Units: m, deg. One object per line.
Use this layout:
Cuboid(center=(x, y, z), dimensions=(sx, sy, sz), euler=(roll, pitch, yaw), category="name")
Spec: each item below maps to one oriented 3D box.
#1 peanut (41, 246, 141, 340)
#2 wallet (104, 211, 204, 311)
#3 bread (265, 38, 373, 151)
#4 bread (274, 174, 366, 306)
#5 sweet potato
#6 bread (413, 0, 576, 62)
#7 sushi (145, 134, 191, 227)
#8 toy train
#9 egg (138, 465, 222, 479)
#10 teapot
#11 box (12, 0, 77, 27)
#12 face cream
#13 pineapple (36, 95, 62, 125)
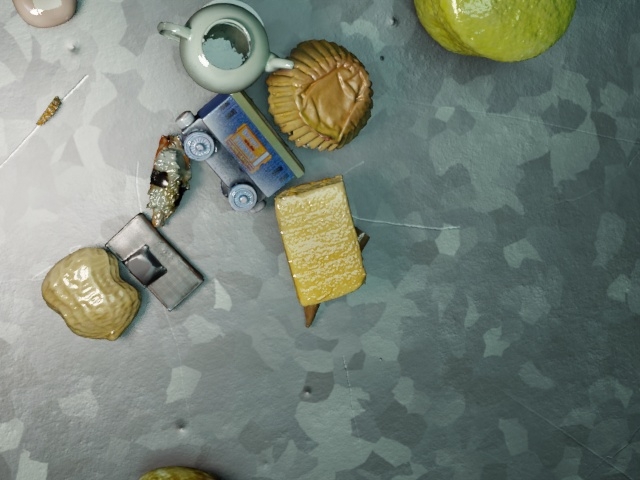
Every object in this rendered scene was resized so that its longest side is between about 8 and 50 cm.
Cuboid(center=(-0.539, 0.134, 1.911), dimensions=(0.196, 0.110, 0.233), euler=(-36, 99, -3), category="peanut")
Cuboid(center=(-0.403, 0.054, 1.956), dimensions=(0.124, 0.042, 0.230), euler=(-43, 103, -4), category="wallet")
Cuboid(center=(0.015, -0.344, 1.891), dimensions=(0.274, 0.149, 0.274), euler=(0, 91, -27), category="bread")
Cuboid(center=(0.000, 0.000, 1.910), dimensions=(0.184, 0.114, 0.275), euler=(-16, 105, -4), category="bread")
Cuboid(center=(0.024, 0.090, 2.018), dimensions=(0.281, 0.059, 0.067), euler=(-52, 141, 4), category="sweet potato")
Cuboid(center=(0.394, -0.579, 1.863), dimensions=(0.348, 0.308, 0.348), euler=(-1, 95, -15), category="bread")
Cuboid(center=(-0.358, -0.136, 1.909), dimensions=(0.097, 0.103, 0.226), euler=(10, 103, -11), category="sushi")
Cuboid(center=(-0.190, -0.211, 1.885), dimensions=(0.202, 0.131, 0.300), euler=(-39, 117, 1), category="toy train")
Cuboid(center=(-0.327, 0.670, 1.950), dimensions=(0.289, 0.238, 0.238), euler=(42, 89, 1), category="egg")
Cuboid(center=(-0.206, -0.414, 1.727), dimensions=(0.294, 0.129, 0.193), euler=(15, 93, -12), category="teapot")
Cuboid(center=(-0.631, -0.583, 1.814), dimensions=(0.146, 0.088, 0.200), euler=(-14, 98, -8), category="box")
Cuboid(center=(-0.220, -0.462, 1.862), dimensions=(0.177, 0.153, 0.177), euler=(-2, 98, -10), category="face cream")
Cuboid(center=(-0.634, -0.300, 1.874), dimensions=(0.019, 0.045, 0.083), euler=(38, 86, -23), category="pineapple")
